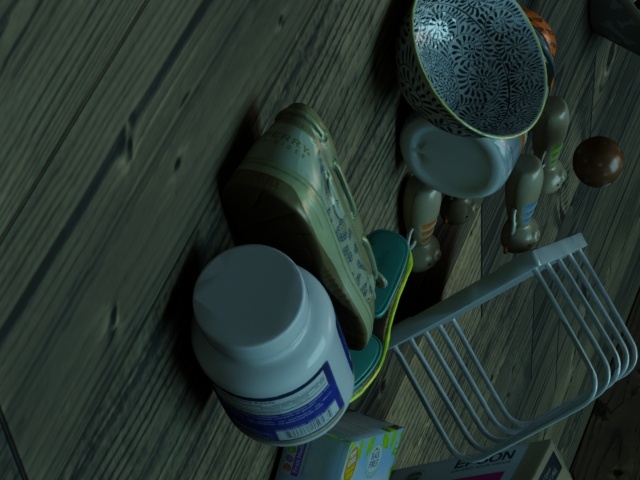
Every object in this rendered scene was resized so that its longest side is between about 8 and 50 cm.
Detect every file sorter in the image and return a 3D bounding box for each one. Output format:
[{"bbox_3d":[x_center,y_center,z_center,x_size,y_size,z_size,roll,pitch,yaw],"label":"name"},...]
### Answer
[{"bbox_3d":[0.218,0.118,2.164,0.193,0.173,0.278,-31,174,17],"label":"file sorter"}]

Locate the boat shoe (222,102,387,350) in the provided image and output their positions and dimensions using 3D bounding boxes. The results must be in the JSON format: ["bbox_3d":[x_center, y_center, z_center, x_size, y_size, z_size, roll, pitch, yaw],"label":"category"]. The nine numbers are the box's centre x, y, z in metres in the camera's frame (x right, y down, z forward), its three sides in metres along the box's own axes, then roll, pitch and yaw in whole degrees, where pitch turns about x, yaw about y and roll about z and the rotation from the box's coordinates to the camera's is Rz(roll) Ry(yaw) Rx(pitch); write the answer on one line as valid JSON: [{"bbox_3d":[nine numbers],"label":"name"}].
[{"bbox_3d":[0.000,0.000,1.586,0.285,0.105,0.089,74,39,-61],"label":"boat shoe"}]

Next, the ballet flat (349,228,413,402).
[{"bbox_3d":[0.027,0.088,1.836,0.231,0.077,0.077,-62,177,-40],"label":"ballet flat"}]

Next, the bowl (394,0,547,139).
[{"bbox_3d":[0.122,-0.160,1.834,0.080,0.170,0.170,-26,-155,45],"label":"bowl"}]

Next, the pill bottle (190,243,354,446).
[{"bbox_3d":[-0.039,0.078,1.520,0.186,0.112,0.112,72,38,-64],"label":"pill bottle"}]

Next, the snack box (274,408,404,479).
[{"bbox_3d":[0.006,0.260,1.929,0.207,0.070,0.174,6,101,-75],"label":"snack box"}]

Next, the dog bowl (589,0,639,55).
[{"bbox_3d":[0.464,-0.422,2.735,0.349,0.102,0.348,17,90,-74],"label":"dog bowl"}]

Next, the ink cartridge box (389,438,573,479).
[{"bbox_3d":[0.138,0.316,2.134,0.088,0.235,0.193,62,33,-18],"label":"ink cartridge box"}]

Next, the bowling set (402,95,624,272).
[{"bbox_3d":[0.211,-0.056,2.095,0.287,0.200,0.154,-56,158,-37],"label":"bowling set"}]

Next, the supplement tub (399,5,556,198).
[{"bbox_3d":[0.162,-0.143,1.968,0.117,0.117,0.190,88,24,-49],"label":"supplement tub"}]

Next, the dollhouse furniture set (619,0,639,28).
[{"bbox_3d":[0.476,-0.374,2.342,0.303,0.355,0.174,-36,167,11],"label":"dollhouse furniture set"}]
